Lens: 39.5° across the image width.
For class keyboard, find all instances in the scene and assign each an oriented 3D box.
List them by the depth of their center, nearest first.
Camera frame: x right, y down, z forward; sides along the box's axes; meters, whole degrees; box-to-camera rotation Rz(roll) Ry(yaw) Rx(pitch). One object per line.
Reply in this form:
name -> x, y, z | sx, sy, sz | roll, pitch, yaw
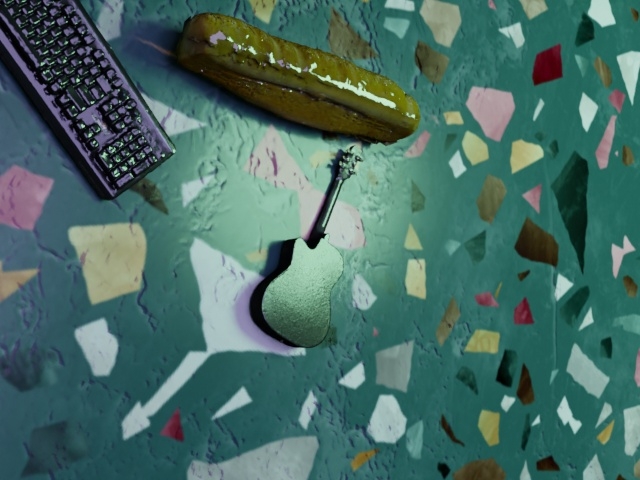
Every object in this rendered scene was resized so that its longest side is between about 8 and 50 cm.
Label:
keyboard -> -0.217, -0.150, 0.776 | 0.093, 0.025, 0.230 | -44, 112, -29

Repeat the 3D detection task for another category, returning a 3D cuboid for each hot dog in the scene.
hot dog -> -0.016, -0.163, 0.905 | 0.289, 0.083, 0.068 | 17, 57, -36

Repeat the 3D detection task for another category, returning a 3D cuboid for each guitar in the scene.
guitar -> 0.000, 0.000, 0.932 | 0.088, 0.025, 0.233 | 35, 66, -30
